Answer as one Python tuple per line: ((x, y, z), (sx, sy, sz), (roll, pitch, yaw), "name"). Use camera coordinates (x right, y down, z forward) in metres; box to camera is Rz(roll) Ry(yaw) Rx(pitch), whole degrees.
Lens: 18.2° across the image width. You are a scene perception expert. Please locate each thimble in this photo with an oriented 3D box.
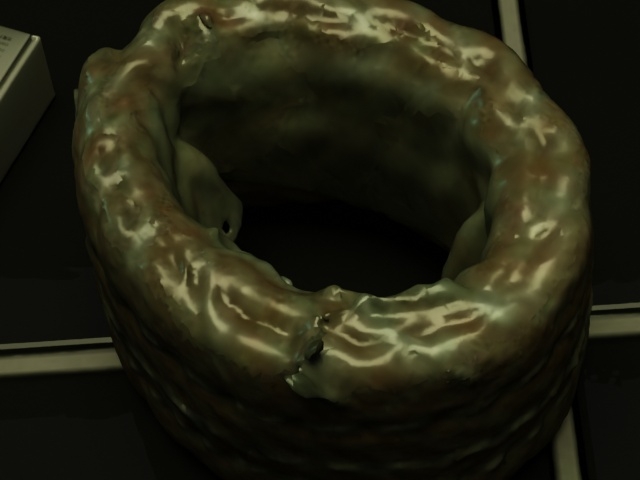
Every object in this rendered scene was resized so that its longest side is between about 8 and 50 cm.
((0.007, 0.000, 0.848), (0.196, 0.148, 0.229), (-32, 61, -18), "thimble")

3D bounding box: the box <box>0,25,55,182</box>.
((-0.217, -0.055, 0.960), (0.130, 0.051, 0.129), (17, 58, 16), "box")
